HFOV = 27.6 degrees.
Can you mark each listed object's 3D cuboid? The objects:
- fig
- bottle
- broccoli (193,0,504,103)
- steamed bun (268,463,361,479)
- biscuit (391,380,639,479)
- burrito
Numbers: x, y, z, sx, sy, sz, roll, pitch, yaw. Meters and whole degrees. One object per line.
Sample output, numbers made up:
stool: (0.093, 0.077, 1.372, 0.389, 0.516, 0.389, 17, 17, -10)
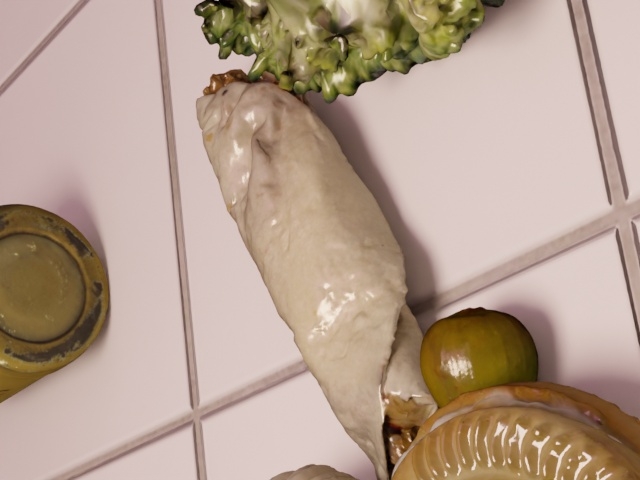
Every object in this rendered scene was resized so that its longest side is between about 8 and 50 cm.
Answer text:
fig: (0.100, 0.085, 0.805, 0.074, 0.074, 0.088, -12, 87, 53)
bottle: (-0.376, 0.095, 1.381, 0.351, 0.171, 0.171, -28, 62, 49)
broccoli: (-0.011, -0.201, 0.857, 0.247, 0.243, 0.263, -41, 57, 27)
steamed bun: (0.005, 0.243, 0.880, 0.183, 0.106, 0.183, -17, 70, 62)
biscuit: (0.124, 0.200, 0.709, 0.259, 0.079, 0.259, 9, 103, 46)
burrito: (0.000, 0.000, 0.957, 0.117, 0.076, 0.392, -50, 49, 30)
